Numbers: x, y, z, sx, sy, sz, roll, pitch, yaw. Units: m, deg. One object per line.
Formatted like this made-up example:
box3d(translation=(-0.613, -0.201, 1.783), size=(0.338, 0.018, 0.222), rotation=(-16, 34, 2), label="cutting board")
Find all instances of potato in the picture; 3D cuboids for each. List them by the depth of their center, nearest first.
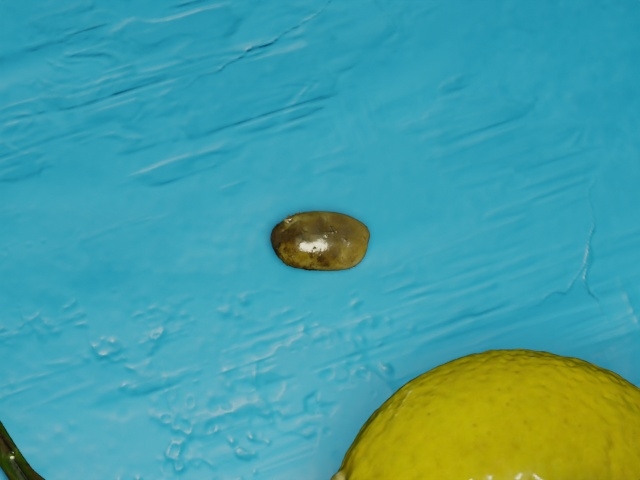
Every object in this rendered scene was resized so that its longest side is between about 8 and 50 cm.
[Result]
box3d(translation=(0.000, 0.000, 1.477), size=(0.083, 0.040, 0.051), rotation=(-1, 78, -3), label="potato")

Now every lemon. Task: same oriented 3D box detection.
box3d(translation=(0.144, 0.202, 1.320), size=(0.267, 0.267, 0.267), rotation=(1, 73, -4), label="lemon")

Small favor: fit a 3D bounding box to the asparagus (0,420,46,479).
box3d(translation=(-0.239, 0.173, 1.413), size=(0.034, 0.027, 0.236), rotation=(-31, 77, -18), label="asparagus")
